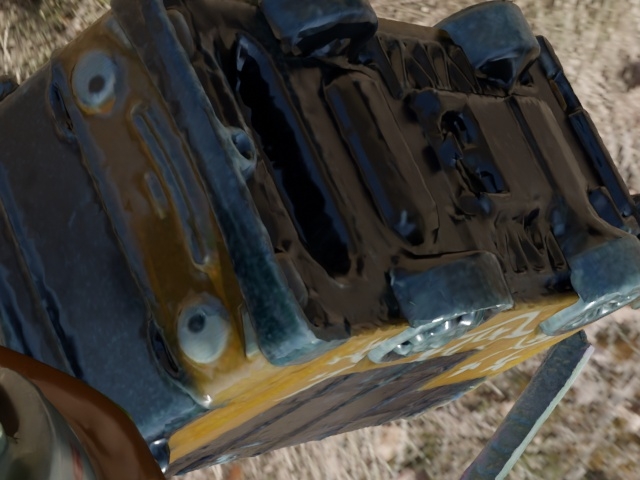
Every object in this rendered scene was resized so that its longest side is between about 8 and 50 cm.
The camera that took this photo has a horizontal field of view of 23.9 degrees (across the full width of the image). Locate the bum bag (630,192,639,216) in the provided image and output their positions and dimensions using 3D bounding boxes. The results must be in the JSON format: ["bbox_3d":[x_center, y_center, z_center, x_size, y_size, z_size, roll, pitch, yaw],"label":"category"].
[{"bbox_3d":[0.361,-0.015,1.331,0.248,0.069,0.102,-20,69,-9],"label":"bum bag"}]

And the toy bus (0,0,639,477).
[{"bbox_3d":[0.000,0.000,0.658,0.194,0.323,0.162,-32,75,30],"label":"toy bus"}]

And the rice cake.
[{"bbox_3d":[0.184,0.162,1.375,0.034,0.043,0.211,31,65,20],"label":"rice cake"}]

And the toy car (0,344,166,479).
[{"bbox_3d":[-0.141,0.056,0.355,0.235,0.235,0.145,28,62,-17],"label":"toy car"}]
